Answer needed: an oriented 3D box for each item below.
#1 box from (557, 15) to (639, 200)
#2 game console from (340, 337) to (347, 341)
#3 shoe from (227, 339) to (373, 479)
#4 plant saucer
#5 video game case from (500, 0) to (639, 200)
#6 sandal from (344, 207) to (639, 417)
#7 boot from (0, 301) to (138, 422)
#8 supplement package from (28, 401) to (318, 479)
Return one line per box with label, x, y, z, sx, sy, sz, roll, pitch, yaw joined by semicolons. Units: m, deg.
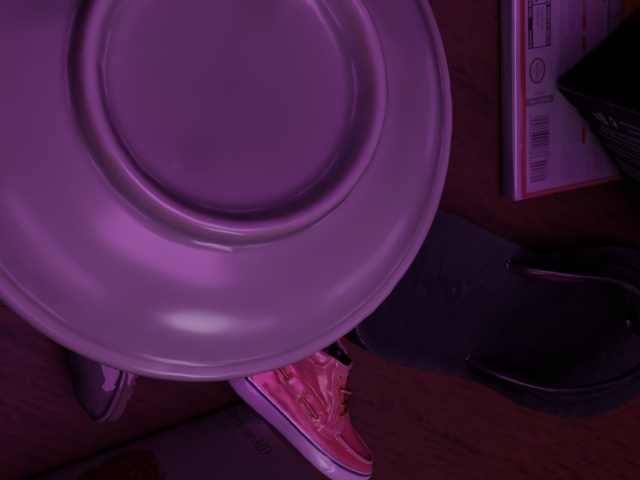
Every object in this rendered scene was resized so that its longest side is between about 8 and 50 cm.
box;0.442;-0.106;1.003;0.343;0.179;0.312;-40;109;1
game console;0.000;0.000;1.004;0.144;0.085;0.124;30;123;-30
shoe;0.005;0.135;1.010;0.081;0.063;0.178;-39;116;13
plant saucer;-0.068;-0.104;0.816;0.400;0.100;0.400;2;85;-24
video game case;0.289;-0.158;1.087;0.285;0.025;0.204;-11;110;-22
sandal;0.200;0.078;1.043;0.446;0.107;0.167;11;96;-40
boot;-0.234;0.040;0.868;0.208;0.076;0.189;4;90;-34
supplement package;-0.144;0.277;0.927;0.293;0.177;0.175;-18;113;-21
